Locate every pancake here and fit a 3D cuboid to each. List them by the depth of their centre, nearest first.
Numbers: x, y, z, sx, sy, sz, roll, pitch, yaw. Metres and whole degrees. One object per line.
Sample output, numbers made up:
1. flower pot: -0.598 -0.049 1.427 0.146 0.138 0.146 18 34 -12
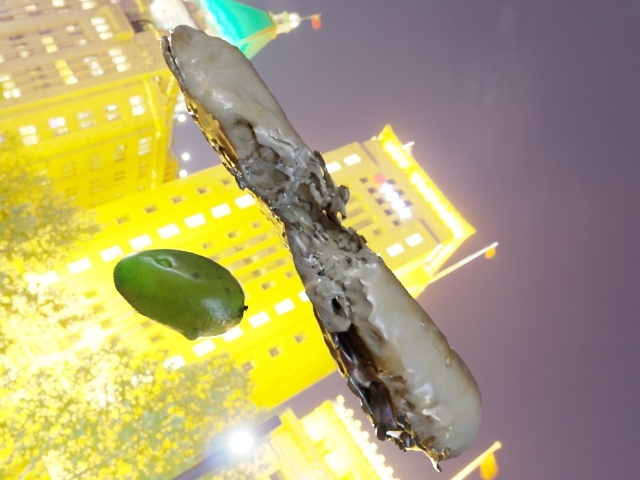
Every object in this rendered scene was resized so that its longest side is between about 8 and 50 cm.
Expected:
1. pancake: -0.001 0.001 0.472 0.382 0.071 0.382 57 -1 1

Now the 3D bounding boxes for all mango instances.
1. mango: -0.182 0.071 0.799 0.179 0.100 0.119 22 -44 -11
